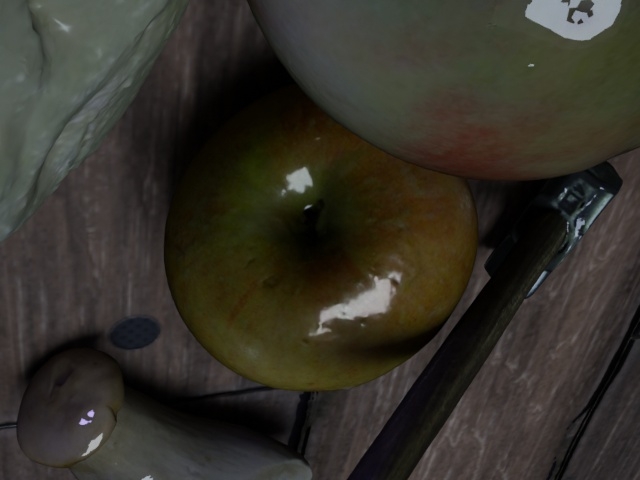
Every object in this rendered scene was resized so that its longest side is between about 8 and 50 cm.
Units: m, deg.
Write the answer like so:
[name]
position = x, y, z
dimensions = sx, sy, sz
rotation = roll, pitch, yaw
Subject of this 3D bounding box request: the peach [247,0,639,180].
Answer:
[peach]
position = 0.104, -0.149, 0.429
dimensions = 0.292, 0.247, 0.292
rotation = -37, 180, 0

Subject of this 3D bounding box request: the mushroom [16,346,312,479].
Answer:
[mushroom]
position = -0.113, 0.164, 0.806
dimensions = 0.108, 0.096, 0.247
rotation = -18, 142, 35

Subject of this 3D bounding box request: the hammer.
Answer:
[hammer]
position = 0.091, 0.049, 0.632
dimensions = 0.111, 0.043, 0.365
rotation = -57, 171, 34

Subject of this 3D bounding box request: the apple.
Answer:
[apple]
position = 0.000, 0.000, 0.630
dimensions = 0.182, 0.182, 0.155
rotation = -26, 170, 5

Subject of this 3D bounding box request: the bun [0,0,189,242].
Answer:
[bun]
position = -0.205, -0.118, 0.380
dimensions = 0.365, 0.219, 0.365
rotation = -9, 136, -9
